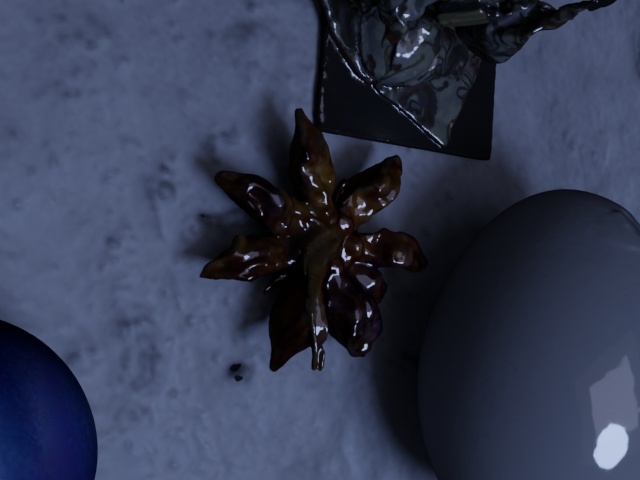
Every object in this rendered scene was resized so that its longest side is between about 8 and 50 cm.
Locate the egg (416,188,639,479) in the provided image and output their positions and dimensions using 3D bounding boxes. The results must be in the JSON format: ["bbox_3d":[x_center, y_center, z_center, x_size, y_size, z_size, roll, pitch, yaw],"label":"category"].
[{"bbox_3d":[0.153,0.079,0.557,0.176,0.176,0.232,24,71,-30],"label":"egg"}]

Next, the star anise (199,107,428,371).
[{"bbox_3d":[0.000,0.001,0.535,0.167,0.057,0.168,8,76,-35],"label":"star anise"}]

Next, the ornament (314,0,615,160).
[{"bbox_3d":[0.106,-0.143,0.520,0.166,0.196,0.153,4,87,-31],"label":"ornament"}]

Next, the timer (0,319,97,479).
[{"bbox_3d":[-0.147,0.212,0.349,0.270,0.270,0.384,-3,78,-32],"label":"timer"}]
